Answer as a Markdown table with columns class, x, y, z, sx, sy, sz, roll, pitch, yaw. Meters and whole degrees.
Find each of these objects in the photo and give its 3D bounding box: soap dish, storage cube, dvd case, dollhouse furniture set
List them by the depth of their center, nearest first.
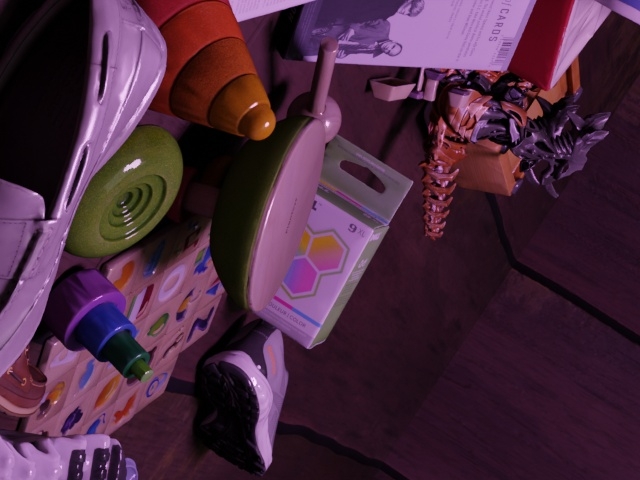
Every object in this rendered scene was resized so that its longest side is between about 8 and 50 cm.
| class | x | y | z | sx | sy | sz | roll | pitch | yaw |
| --- | --- | --- | --- | --- | --- | --- | --- | --- | --- |
| dvd case | 0.095 | -0.235 | 1.460 | 0.239 | 0.029 | 0.179 | -1 | 132 | -27 |
| storage cube | 0.212 | -0.305 | 1.637 | 0.183 | 0.193 | 0.215 | -50 | 163 | -26 |
| dollhouse furniture set | 0.114 | -0.194 | 1.796 | 0.114 | 0.091 | 0.081 | -18 | 124 | -63 |
| soap dish | 0.250 | -0.189 | 2.143 | 0.229 | 0.118 | 0.291 | -56 | 164 | -5 |

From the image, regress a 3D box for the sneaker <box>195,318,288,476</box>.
| class | x | y | z | sx | sy | sz | roll | pitch | yaw |
| --- | --- | --- | --- | --- | --- | --- | --- | --- | --- |
| sneaker | -0.081 | 0.192 | 1.916 | 0.108 | 0.100 | 0.271 | -54 | 166 | -32 |

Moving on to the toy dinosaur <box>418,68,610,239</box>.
| class | x | y | z | sx | sy | sz | roll | pitch | yaw |
| --- | --- | --- | --- | --- | --- | --- | --- | --- | --- |
| toy dinosaur | 0.207 | -0.160 | 1.933 | 0.322 | 0.218 | 0.164 | -58 | -162 | 30 |

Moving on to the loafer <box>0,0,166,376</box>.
| class | x | y | z | sx | sy | sz | roll | pitch | yaw |
| --- | --- | --- | --- | --- | --- | --- | --- | --- | --- |
| loafer | -0.212 | -0.026 | 1.044 | 0.319 | 0.112 | 0.111 | -64 | 161 | -6 |

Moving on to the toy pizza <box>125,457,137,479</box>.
| class | x | y | z | sx | sy | sz | roll | pitch | yaw |
| --- | --- | --- | --- | --- | --- | --- | --- | --- | --- |
| toy pizza | -0.265 | 0.307 | 1.690 | 0.201 | 0.032 | 0.201 | -50 | 163 | -21 |

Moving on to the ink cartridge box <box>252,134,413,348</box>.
| class | x | y | z | sx | sy | sz | roll | pitch | yaw |
| --- | --- | --- | --- | --- | --- | --- | --- | --- | --- |
| ink cartridge box | 0.000 | 0.000 | 1.750 | 0.209 | 0.109 | 0.062 | -61 | 166 | 14 |

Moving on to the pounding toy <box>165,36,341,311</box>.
| class | x | y | z | sx | sy | sz | roll | pitch | yaw |
| --- | --- | --- | --- | --- | --- | --- | --- | --- | --- |
| pounding toy | -0.068 | -0.062 | 1.453 | 0.183 | 0.110 | 0.236 | 80 | 29 | -70 |

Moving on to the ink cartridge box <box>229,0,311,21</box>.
| class | x | y | z | sx | sy | sz | roll | pitch | yaw |
| --- | --- | --- | --- | --- | --- | --- | --- | --- | --- |
| ink cartridge box | -0.058 | -0.250 | 1.211 | 0.232 | 0.066 | 0.189 | -19 | 144 | -34 |

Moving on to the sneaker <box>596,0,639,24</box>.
| class | x | y | z | sx | sy | sz | roll | pitch | yaw |
| --- | --- | --- | --- | --- | --- | --- | --- | --- | --- |
| sneaker | 0.374 | -0.284 | 1.570 | 0.182 | 0.127 | 0.315 | -59 | 163 | 16 |

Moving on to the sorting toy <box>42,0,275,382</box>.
| class | x | y | z | sx | sy | sz | roll | pitch | yaw |
| --- | --- | --- | --- | --- | --- | --- | --- | --- | --- |
| sorting toy | -0.120 | -0.025 | 1.248 | 0.127 | 0.126 | 0.365 | -21 | 145 | -45 |

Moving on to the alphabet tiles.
| class | x | y | z | sx | sy | sz | roll | pitch | yaw |
| --- | --- | --- | --- | --- | --- | --- | --- | --- | --- |
| alphabet tiles | -0.179 | 0.092 | 1.565 | 0.342 | 0.011 | 0.285 | -37 | 155 | -53 |

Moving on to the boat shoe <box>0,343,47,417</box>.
| class | x | y | z | sx | sy | sz | roll | pitch | yaw |
| --- | --- | --- | --- | --- | --- | --- | --- | --- | --- |
| boat shoe | -0.249 | 0.094 | 1.239 | 0.060 | 0.064 | 0.178 | -55 | 163 | -2 |

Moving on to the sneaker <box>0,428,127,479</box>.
| class | x | y | z | sx | sy | sz | roll | pitch | yaw |
| --- | --- | --- | --- | --- | --- | --- | --- | --- | --- |
| sneaker | -0.280 | 0.185 | 1.254 | 0.292 | 0.118 | 0.110 | 23 | 76 | -57 |
